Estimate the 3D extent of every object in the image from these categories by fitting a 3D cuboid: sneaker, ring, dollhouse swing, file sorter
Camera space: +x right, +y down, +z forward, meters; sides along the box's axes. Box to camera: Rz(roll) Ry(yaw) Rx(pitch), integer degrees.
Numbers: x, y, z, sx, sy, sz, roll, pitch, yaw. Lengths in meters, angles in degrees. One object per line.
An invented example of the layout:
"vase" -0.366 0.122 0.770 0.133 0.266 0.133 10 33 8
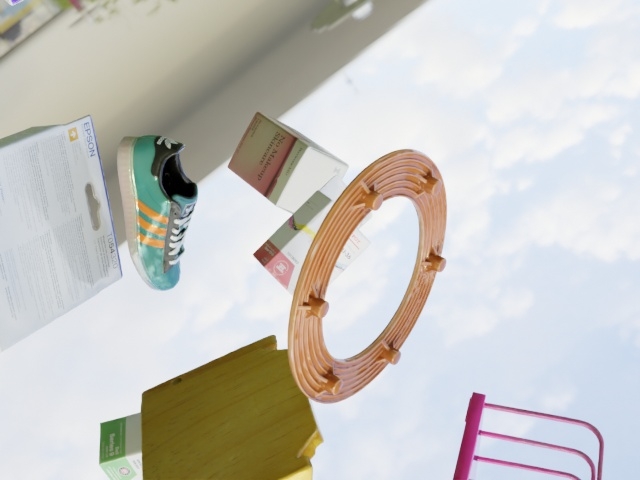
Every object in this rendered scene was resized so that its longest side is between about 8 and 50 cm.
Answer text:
"sneaker" -0.276 -0.042 1.828 0.121 0.302 0.108 2 -153 18
"ring" 0.074 0.051 1.266 0.032 0.337 0.336 23 -122 30
"dollhouse swing" -0.112 0.385 1.443 0.315 0.305 0.347 -24 -156 -1
"file sorter" 0.262 0.381 1.357 0.182 0.291 0.202 10 -131 13

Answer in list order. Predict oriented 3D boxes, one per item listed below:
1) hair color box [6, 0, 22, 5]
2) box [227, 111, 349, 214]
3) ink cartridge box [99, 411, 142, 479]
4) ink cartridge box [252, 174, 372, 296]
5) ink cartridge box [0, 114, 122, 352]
"hair color box" -0.546 -0.558 1.587 0.110 0.339 0.185 -38 -128 -17
"box" -0.074 -0.160 2.208 0.232 0.126 0.149 38 -78 49
"ink cartridge box" -0.241 0.353 1.703 0.212 0.154 0.093 -17 -138 4
"ink cartridge box" 0.000 0.000 1.706 0.198 0.115 0.067 -45 -151 -3
"ink cartridge box" -0.492 -0.022 1.758 0.071 0.324 0.330 3 -159 27
